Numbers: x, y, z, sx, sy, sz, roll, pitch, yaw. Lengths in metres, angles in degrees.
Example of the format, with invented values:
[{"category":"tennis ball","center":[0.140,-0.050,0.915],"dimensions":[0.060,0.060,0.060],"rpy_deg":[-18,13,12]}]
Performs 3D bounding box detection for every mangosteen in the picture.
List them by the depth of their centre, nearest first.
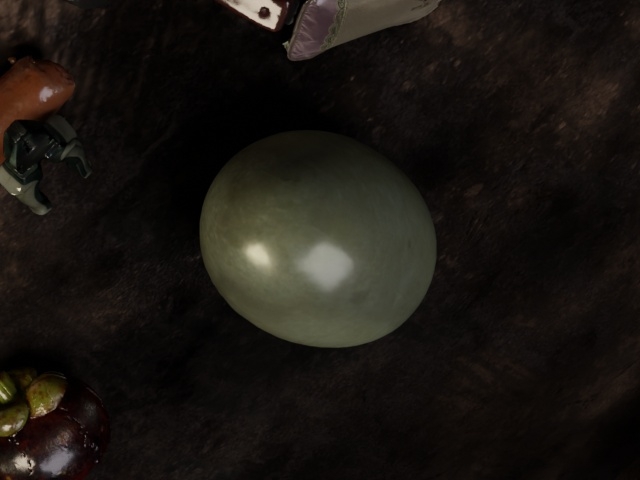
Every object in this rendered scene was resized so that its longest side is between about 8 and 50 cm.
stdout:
[{"category":"mangosteen","center":[-0.349,0.229,2.308],"dimensions":[0.166,0.166,0.180],"rpy_deg":[-38,123,-2]}]

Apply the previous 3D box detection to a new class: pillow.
[{"category":"pillow","center":[0.062,-0.275,2.186],"dimensions":[0.233,0.038,0.130],"rpy_deg":[-20,153,-28]}]

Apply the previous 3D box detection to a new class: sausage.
[{"category":"sausage","center":[-0.386,-0.069,1.959],"dimensions":[0.326,0.079,0.087],"rpy_deg":[-46,-169,5]}]

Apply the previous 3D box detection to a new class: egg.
[{"category":"egg","center":[0.000,0.000,2.264],"dimensions":[0.258,0.258,0.352],"rpy_deg":[-44,145,8]}]

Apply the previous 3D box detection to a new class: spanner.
[{"category":"spanner","center":[-0.290,-0.084,1.953],"dimensions":[0.095,0.040,0.325],"rpy_deg":[-45,175,-5]}]

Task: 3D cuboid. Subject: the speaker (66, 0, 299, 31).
[{"category":"speaker","center":[-0.122,-0.350,1.758],"dimensions":[0.259,0.198,0.329],"rpy_deg":[14,131,-15]}]
